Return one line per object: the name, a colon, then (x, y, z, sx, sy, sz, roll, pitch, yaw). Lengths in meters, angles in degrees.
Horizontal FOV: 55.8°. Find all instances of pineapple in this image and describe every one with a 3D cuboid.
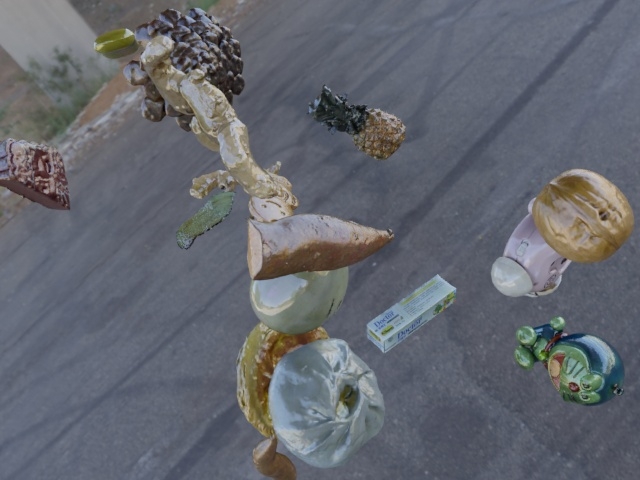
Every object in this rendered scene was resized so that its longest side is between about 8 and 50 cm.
pineapple: (0.090, -0.301, 1.525, 0.128, 0.248, 0.128, -53, 21, 31)

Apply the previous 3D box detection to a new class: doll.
doll: (0.709, 0.337, 1.698, 0.186, 0.198, 0.322, -17, 33, -22)

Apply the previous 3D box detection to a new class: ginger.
ginger: (-0.238, -0.175, 1.737, 0.288, 0.075, 0.089, -14, 48, -27)
ginger: (-0.147, -0.159, 0.838, 0.065, 0.258, 0.149, -41, 7, -9)

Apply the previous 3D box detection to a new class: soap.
soap: (-0.433, -0.420, 1.289, 0.089, 0.045, 0.140, -23, 12, -5)

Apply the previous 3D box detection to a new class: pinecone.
pinecone: (-0.257, -0.330, 1.153, 0.201, 0.229, 0.202, 58, 138, 30)

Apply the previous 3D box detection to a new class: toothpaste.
toothpaste: (0.148, 0.115, 0.977, 0.164, 0.034, 0.046, -31, 48, -24)

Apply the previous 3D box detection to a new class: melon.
melon: (-0.053, 0.111, 1.698, 0.330, 0.268, 0.268, -56, 23, 20)

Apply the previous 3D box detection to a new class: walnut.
walnut: (0.599, -0.055, 1.389, 0.195, 0.221, 0.195, -43, 8, 7)

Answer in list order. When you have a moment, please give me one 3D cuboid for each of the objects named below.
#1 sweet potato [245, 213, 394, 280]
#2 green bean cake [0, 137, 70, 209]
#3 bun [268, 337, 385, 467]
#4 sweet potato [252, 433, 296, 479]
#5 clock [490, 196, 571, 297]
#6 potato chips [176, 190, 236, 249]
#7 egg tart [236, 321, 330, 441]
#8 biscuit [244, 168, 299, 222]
sweet potato: (0.000, 0.003, 1.259, 0.337, 0.131, 0.131, -7, 16, -29)
green bean cake: (-0.850, -0.192, 1.777, 0.097, 0.198, 0.233, -13, -9, 19)
bun: (0.021, 0.432, 1.662, 0.354, 0.354, 0.194, -58, 7, -32)
sweet potato: (-0.096, 0.468, 1.260, 0.067, 0.281, 0.059, 3, 57, 16)
clock: (0.733, 0.039, 2.002, 0.184, 0.342, 0.325, 47, 117, 40)
potato chips: (-0.310, -0.059, 1.656, 0.142, 0.026, 0.209, 19, 69, 46)
egg tart: (-0.122, 0.453, 2.052, 0.178, 0.443, 0.443, -17, 34, 47)
biscuit: (-0.112, -0.095, 1.354, 0.027, 0.133, 0.184, -51, 15, 37)
